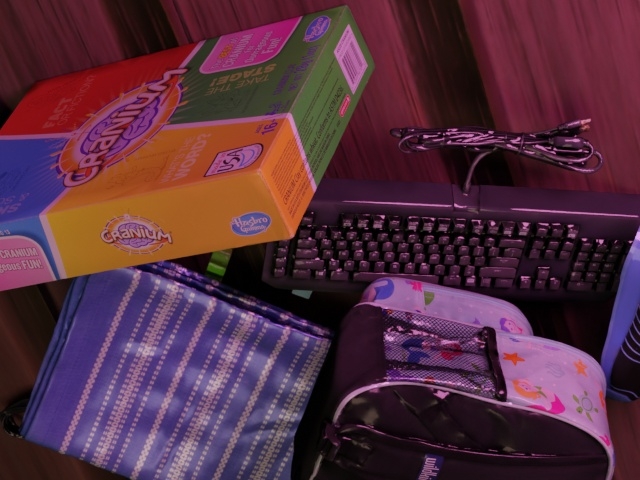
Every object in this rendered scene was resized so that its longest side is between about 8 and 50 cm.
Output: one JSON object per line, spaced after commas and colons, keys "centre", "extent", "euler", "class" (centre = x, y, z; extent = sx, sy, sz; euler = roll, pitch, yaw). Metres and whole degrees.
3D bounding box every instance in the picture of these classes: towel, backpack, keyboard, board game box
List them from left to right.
{"centre": [-0.136, -0.071, 1.486], "extent": [0.317, 0.242, 0.064], "euler": [-11, 122, 26], "class": "board game box"}
{"centre": [-0.094, 0.154, 1.703], "extent": [0.336, 0.040, 0.243], "euler": [22, 120, -5], "class": "towel"}
{"centre": [0.115, 0.159, 1.555], "extent": [0.254, 0.191, 0.225], "euler": [13, 133, -6], "class": "backpack"}
{"centre": [0.117, -0.021, 1.513], "extent": [0.317, 0.033, 0.201], "euler": [2, 132, -7], "class": "keyboard"}

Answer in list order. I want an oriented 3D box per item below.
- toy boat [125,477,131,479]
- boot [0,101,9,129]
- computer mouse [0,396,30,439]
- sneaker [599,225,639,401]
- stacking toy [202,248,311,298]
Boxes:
{"centre": [-0.134, 0.373, 1.881], "extent": [0.148, 0.267, 0.318], "euler": [-9, 157, 19], "class": "toy boat"}
{"centre": [-0.346, -0.116, 1.655], "extent": [0.099, 0.045, 0.121], "euler": [-30, 106, 34], "class": "boot"}
{"centre": [-0.368, 0.173, 1.915], "extent": [0.242, 0.041, 0.071], "euler": [-1, 127, 12], "class": "computer mouse"}
{"centre": [0.290, 0.070, 1.535], "extent": [0.090, 0.081, 0.232], "euler": [19, 146, 15], "class": "sneaker"}
{"centre": [0.000, 0.000, 1.624], "extent": [0.167, 0.052, 0.221], "euler": [21, 138, -5], "class": "stacking toy"}
